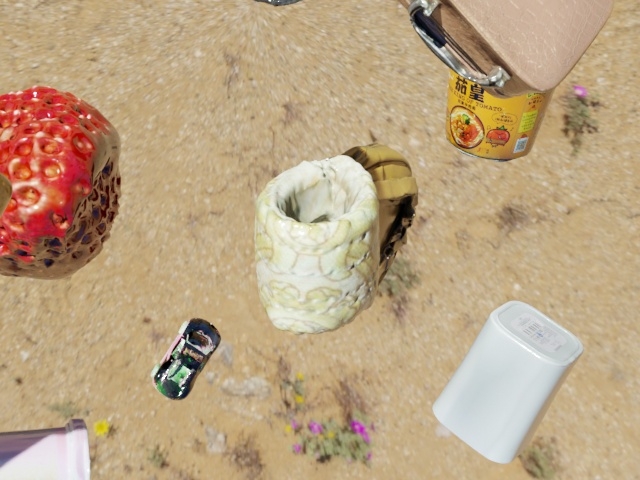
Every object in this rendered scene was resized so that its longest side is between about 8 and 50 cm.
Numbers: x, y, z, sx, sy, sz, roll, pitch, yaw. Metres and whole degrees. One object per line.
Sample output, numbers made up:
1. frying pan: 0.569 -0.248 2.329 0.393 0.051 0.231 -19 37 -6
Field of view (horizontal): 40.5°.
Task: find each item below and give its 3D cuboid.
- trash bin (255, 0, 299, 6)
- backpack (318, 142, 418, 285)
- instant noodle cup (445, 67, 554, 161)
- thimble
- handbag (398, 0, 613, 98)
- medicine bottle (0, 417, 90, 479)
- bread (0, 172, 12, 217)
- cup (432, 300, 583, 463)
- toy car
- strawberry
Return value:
1. trash bin: -0.051 -0.524 1.352 0.277 0.263 0.217 35 130 -15
2. backpack: 0.048 -0.021 1.690 0.201 0.378 0.354 24 115 26
3. instant noodle cup: 0.321 -0.256 1.574 0.215 0.216 0.172 3 125 -5
4. thimble: 0.000 0.000 0.974 0.137 0.190 0.144 5 123 12
5. handbag: 0.153 -0.219 0.752 0.193 0.072 0.151 38 76 -25
6. medicine bottle: -0.426 0.225 0.762 0.425 0.108 0.108 0 106 -21
7. bread: -0.234 -0.006 0.523 0.049 0.062 0.103 32 94 24
8. cup: 0.192 0.136 0.861 0.095 0.128 0.130 37 119 24
9. toy car: -0.213 0.188 1.393 0.069 0.055 0.142 36 67 -13
10. strawberry: -0.438 -0.086 1.318 0.295 0.345 0.317 44 79 -15
